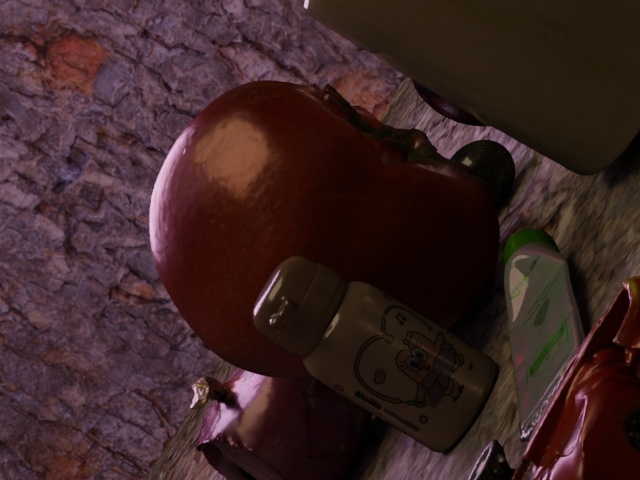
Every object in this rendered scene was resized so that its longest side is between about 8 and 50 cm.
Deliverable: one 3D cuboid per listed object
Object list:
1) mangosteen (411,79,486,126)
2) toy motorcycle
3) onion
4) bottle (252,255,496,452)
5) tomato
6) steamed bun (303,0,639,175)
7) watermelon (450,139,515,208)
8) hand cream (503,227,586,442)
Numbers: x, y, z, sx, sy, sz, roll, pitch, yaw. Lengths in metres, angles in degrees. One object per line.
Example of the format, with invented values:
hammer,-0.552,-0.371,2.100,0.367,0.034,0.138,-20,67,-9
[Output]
mangosteen,0.180,-0.240,2.173,0.216,0.216,0.216,-57,6,9
toy motorcycle,0.157,0.125,1.053,0.298,0.089,0.171,-60,7,-17
onion,-0.030,0.185,1.970,0.207,0.200,0.200,89,-153,-60
bottle,0.042,0.090,1.615,0.097,0.209,0.110,-56,6,17
tomato,0.000,0.000,1.834,0.273,0.341,0.341,-59,5,11
steamed bun,0.191,-0.305,1.659,0.290,0.371,0.456,-53,11,35
watermelon,0.167,-0.060,2.027,0.111,0.078,0.078,-56,6,21
hand cream,0.177,0.067,1.482,0.275,0.050,0.079,-84,-1,-67
